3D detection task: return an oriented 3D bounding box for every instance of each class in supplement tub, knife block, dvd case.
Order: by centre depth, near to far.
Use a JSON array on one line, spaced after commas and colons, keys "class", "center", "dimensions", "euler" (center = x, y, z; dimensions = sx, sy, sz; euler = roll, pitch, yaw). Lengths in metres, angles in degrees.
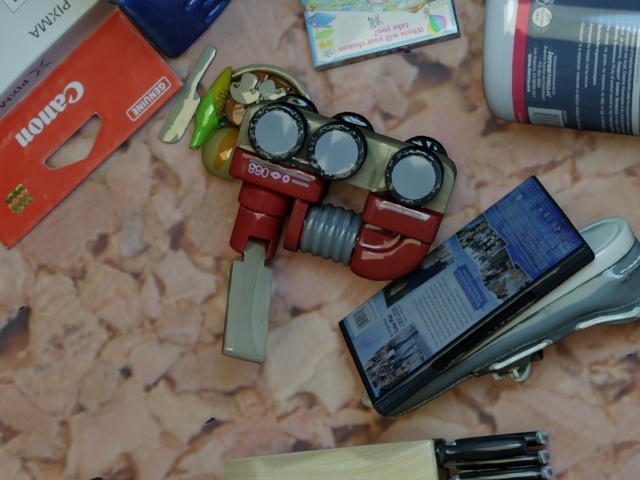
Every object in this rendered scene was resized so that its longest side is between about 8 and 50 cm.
[{"class": "supplement tub", "center": [0.301, -0.195, 1.728], "dimensions": [0.272, 0.191, 0.191], "euler": [7, 86, 13]}, {"class": "dvd case", "center": [0.137, 0.050, 1.759], "dimensions": [0.253, 0.180, 0.022], "euler": [-37, 116, 7]}, {"class": "knife block", "center": [0.079, 0.229, 1.787], "dimensions": [0.275, 0.088, 0.242], "euler": [39, 93, 14]}]

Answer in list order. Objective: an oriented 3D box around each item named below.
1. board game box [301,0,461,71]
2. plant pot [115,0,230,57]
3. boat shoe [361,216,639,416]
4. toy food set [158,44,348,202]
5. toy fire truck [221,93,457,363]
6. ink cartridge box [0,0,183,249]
[{"class": "board game box", "center": [0.059, -0.244, 1.872], "dimensions": [0.154, 0.026, 0.103], "euler": [-12, 81, 11]}, {"class": "plant pot", "center": [-0.163, -0.355, 1.835], "dimensions": [0.212, 0.236, 0.236], "euler": [-39, 78, 1]}, {"class": "boat shoe", "center": [0.187, 0.099, 1.764], "dimensions": [0.319, 0.116, 0.099], "euler": [-33, 107, 17]}, {"class": "toy food set", "center": [-0.069, -0.120, 1.882], "dimensions": [0.192, 0.038, 0.132], "euler": [26, 90, 14]}, {"class": "toy fire truck", "center": [0.000, 0.000, 1.797], "dimensions": [0.217, 0.158, 0.246], "euler": [18, 102, 3]}, {"class": "ink cartridge box", "center": [-0.321, -0.166, 1.924], "dimensions": [0.275, 0.060, 0.239], "euler": [-42, 76, 11]}]
